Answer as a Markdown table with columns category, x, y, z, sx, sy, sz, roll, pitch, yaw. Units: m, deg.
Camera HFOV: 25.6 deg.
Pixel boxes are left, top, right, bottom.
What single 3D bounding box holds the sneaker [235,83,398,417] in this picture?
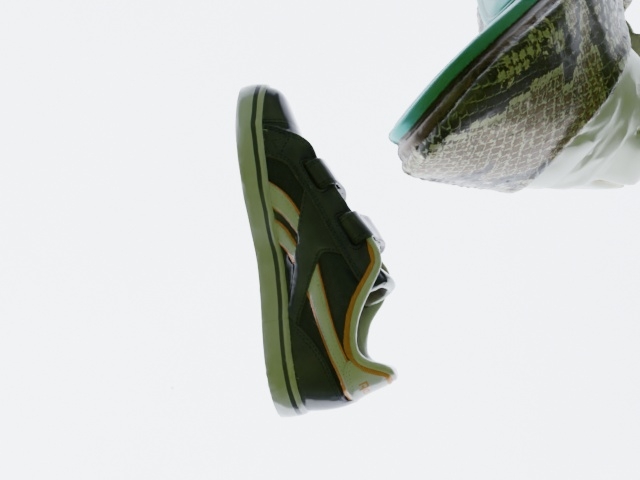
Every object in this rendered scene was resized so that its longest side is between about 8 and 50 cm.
| category | x | y | z | sx | sy | sz | roll | pitch | yaw |
| --- | --- | --- | --- | --- | --- | --- | --- | --- | --- |
| sneaker | 0.000 | 0.000 | 1.333 | 0.127 | 0.126 | 0.321 | -11 | -100 | 10 |

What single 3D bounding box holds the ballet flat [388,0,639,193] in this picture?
| category | x | y | z | sx | sy | sz | roll | pitch | yaw |
| --- | --- | --- | --- | --- | --- | --- | --- | --- | --- |
| ballet flat | 0.185 | -0.136 | 1.043 | 0.182 | 0.483 | 0.164 | 40 | -61 | -7 |
